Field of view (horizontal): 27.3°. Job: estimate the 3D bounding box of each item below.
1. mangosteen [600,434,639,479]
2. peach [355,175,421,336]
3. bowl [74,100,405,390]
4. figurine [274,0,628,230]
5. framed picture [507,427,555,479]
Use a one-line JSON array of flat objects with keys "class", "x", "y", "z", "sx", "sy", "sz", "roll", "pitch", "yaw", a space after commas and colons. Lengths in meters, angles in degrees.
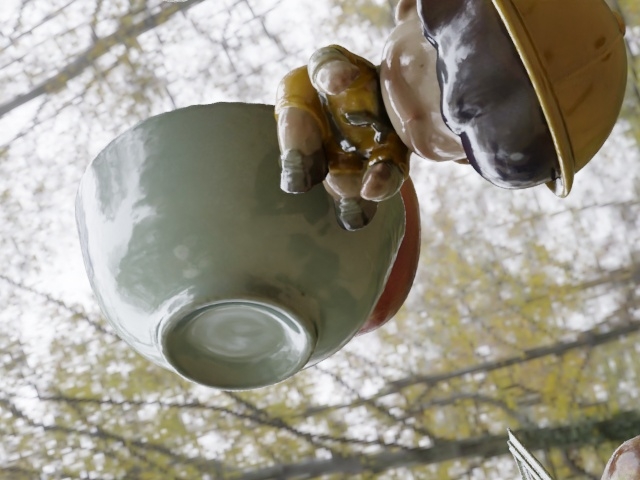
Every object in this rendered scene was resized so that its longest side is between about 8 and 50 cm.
[{"class": "mangosteen", "x": 0.218, "y": 0.179, "z": 0.773, "sx": 0.146, "sy": 0.182, "sz": 0.155, "roll": -145, "pitch": 45, "yaw": -84}, {"class": "peach", "x": 0.000, "y": 0.000, "z": 1.378, "sx": 0.200, "sy": 0.243, "sz": 0.243, "roll": -20, "pitch": -90, "yaw": -46}, {"class": "bowl", "x": -0.071, "y": 0.034, "z": 1.115, "sx": 0.289, "sy": 0.289, "sz": 0.146, "roll": 41, "pitch": -146, "yaw": -36}, {"class": "figurine", "x": 0.089, "y": -0.111, "z": 0.940, "sx": 0.192, "sy": 0.257, "sz": 0.167, "roll": 56, "pitch": -143, "yaw": -39}, {"class": "framed picture", "x": 0.251, "y": 0.298, "z": 1.152, "sx": 0.252, "sy": 0.014, "sz": 0.197, "roll": 50, "pitch": 170, "yaw": 45}]
